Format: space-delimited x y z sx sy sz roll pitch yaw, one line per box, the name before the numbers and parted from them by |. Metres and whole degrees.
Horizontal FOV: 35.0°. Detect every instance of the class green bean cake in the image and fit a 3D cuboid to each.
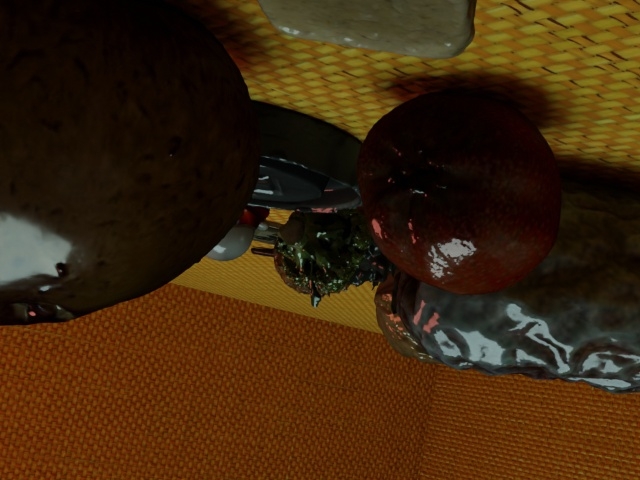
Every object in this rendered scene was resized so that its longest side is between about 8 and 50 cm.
green bean cake | 0.020 -0.151 0.446 0.109 0.085 0.179 11 171 10

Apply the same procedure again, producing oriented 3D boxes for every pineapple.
pineapple | 0.043 0.011 1.373 0.128 0.128 0.248 17 165 -35

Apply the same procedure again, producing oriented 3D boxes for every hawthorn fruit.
hawthorn fruit | 0.122 -0.038 0.840 0.169 0.169 0.188 5 173 33

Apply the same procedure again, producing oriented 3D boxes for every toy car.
toy car | -0.125 -0.029 1.318 0.112 0.112 0.139 10 172 4

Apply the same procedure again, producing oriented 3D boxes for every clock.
clock | -0.085 -0.088 1.079 0.280 0.055 0.280 10 172 1

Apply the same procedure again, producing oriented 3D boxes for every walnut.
walnut | 0.190 0.086 1.440 0.244 0.198 0.198 -4 176 -16

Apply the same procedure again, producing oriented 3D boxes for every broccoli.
broccoli | 0.000 0.000 1.248 0.131 0.130 0.120 -39 149 19

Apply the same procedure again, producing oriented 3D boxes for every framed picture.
framed picture | -0.113 -0.017 1.721 0.135 0.010 0.201 12 171 -13

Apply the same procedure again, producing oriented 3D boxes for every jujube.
jujube | 0.233 0.044 1.013 0.316 0.226 0.226 5 171 2

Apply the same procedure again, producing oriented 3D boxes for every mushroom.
mushroom | -0.214 -0.090 0.808 0.331 0.356 0.334 16 133 -16

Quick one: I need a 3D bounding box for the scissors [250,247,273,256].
scissors | -0.031 0.034 1.932 0.220 0.017 0.088 8 174 19
